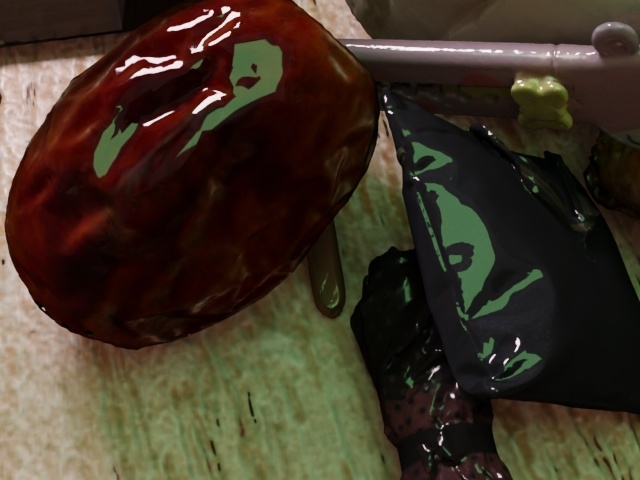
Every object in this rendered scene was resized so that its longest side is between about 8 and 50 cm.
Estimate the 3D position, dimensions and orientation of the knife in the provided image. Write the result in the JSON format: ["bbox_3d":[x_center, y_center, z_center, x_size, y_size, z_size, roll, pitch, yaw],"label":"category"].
[{"bbox_3d":[0.073,-0.105,0.725,0.398,0.132,0.038,8,62,22],"label":"knife"}]

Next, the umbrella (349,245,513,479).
[{"bbox_3d":[0.083,0.153,0.658,0.090,0.094,0.326,-12,64,2],"label":"umbrella"}]

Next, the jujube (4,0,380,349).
[{"bbox_3d":[-0.085,-0.044,0.665,0.183,0.183,0.243,42,93,13],"label":"jujube"}]

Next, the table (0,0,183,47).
[{"bbox_3d":[-0.203,-0.232,0.692,0.282,0.250,0.196,-10,93,-12],"label":"table"}]

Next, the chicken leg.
[{"bbox_3d":[0.274,-0.013,0.739,0.107,0.087,0.251,-1,41,-29],"label":"chicken leg"}]

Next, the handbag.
[{"bbox_3d":[0.140,0.014,0.690,0.254,0.088,0.211,15,49,-49],"label":"handbag"}]

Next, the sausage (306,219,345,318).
[{"bbox_3d":[0.000,0.000,0.760,0.026,0.026,0.116,-4,65,-11],"label":"sausage"}]

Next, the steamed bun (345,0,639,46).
[{"bbox_3d":[0.224,-0.221,0.789,0.383,0.247,0.236,-15,80,-15],"label":"steamed bun"}]
